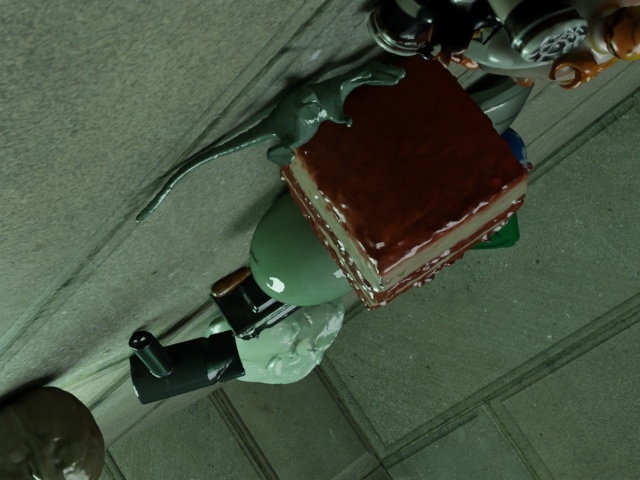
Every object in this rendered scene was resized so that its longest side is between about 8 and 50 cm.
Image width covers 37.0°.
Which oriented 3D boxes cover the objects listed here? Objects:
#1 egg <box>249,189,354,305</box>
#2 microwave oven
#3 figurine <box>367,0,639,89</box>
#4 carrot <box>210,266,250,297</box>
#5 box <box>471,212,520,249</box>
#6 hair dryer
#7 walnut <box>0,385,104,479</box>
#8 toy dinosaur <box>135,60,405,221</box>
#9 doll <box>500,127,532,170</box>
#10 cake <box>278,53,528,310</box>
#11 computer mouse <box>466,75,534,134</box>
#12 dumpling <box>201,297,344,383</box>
[{"bbox_3d":[0.000,0.000,1.626,0.282,0.203,0.203,-32,173,26],"label":"egg"},{"bbox_3d":[-0.117,0.122,2.102,0.205,0.129,0.163,-34,173,0],"label":"microwave oven"},{"bbox_3d":[0.245,-0.274,1.090,0.320,0.196,0.323,16,-160,41],"label":"figurine"},{"bbox_3d":[-0.187,0.087,1.988,0.093,0.032,0.032,-33,172,-22],"label":"carrot"},{"bbox_3d":[0.271,-0.072,2.142,0.336,0.106,0.264,-4,154,12],"label":"box"},{"bbox_3d":[-0.302,0.244,2.044,0.244,0.116,0.302,-17,158,-1],"label":"hair dryer"},{"bbox_3d":[-0.533,0.402,1.795,0.248,0.248,0.248,-33,171,-6],"label":"walnut"},{"bbox_3d":[-0.057,-0.128,1.146,0.382,0.076,0.129,-26,-166,-9],"label":"toy dinosaur"},{"bbox_3d":[0.378,-0.168,2.247,0.215,0.161,0.257,-60,-167,-21],"label":"doll"},{"bbox_3d":[0.115,-0.086,1.366,0.269,0.270,0.319,-33,171,-6],"label":"cake"},{"bbox_3d":[0.316,-0.233,1.900,0.197,0.095,0.331,-27,170,-13],"label":"computer mouse"},{"bbox_3d":[-0.109,0.199,2.360,0.320,0.212,0.270,-23,139,23],"label":"dumpling"}]
